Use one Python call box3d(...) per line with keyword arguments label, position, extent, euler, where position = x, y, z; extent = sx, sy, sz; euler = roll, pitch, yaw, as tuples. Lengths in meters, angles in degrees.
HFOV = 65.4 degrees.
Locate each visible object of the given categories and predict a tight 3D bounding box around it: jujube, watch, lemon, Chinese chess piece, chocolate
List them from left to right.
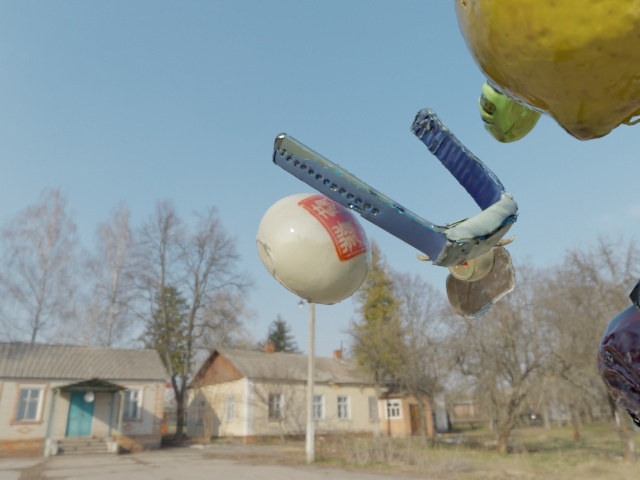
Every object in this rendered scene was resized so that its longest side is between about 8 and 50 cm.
box3d(label="watch", position=(0.112, -0.078, 0.698), extent=(0.277, 0.274, 0.068), euler=(-17, -32, -24))
box3d(label="Chinese chess piece", position=(0.297, 0.024, 1.015), extent=(0.051, 0.122, 0.122), euler=(-16, -15, -19))
box3d(label="chocolate", position=(0.449, 0.116, 1.435), extent=(0.254, 0.156, 0.080), euler=(-25, 15, -31))
box3d(label="lemon", position=(0.242, -0.237, 0.423), extent=(0.258, 0.309, 0.258), euler=(4, -7, 0))
box3d(label="jujube", position=(0.651, 0.241, 0.863), extent=(0.259, 0.258, 0.376), euler=(-1, 20, 0))

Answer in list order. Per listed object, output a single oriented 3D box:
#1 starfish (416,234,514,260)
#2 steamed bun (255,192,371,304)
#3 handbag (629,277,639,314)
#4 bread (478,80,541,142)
box3d(label="starfish", position=(0.344, 0.019, 1.264), extent=(0.278, 0.062, 0.235), euler=(-4, -22, 4))
box3d(label="steamed bun", position=(0.000, 0.000, 1.507), extent=(0.375, 0.374, 0.241), euler=(17, -58, -40))
box3d(label="handbag", position=(0.516, 0.028, 0.634), extent=(0.080, 0.246, 0.223), euler=(28, 18, 11))
box3d(label="bread", position=(0.309, -0.228, 0.805), extent=(0.139, 0.071, 0.130), euler=(14, -63, -43))
